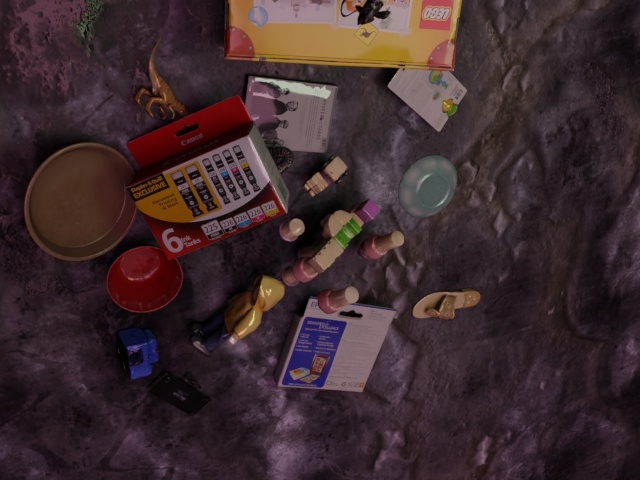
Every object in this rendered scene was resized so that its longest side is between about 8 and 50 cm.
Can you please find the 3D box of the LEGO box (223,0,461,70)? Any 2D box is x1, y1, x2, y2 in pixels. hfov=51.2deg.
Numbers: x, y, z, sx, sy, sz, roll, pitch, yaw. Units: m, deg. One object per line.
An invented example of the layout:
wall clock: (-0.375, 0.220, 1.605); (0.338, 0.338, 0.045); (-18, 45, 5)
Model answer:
LEGO box: (0.049, -0.575, 1.421); (0.500, 0.193, 0.372); (2, 115, -6)

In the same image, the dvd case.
dvd case: (-0.081, -0.312, 1.668); (0.238, 0.029, 0.179); (1, 114, -25)

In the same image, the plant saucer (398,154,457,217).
plant saucer: (0.319, -0.147, 1.922); (0.195, 0.037, 0.195); (-10, 117, -20)

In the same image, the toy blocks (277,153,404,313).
toy blocks: (0.000, 0.000, 1.773); (0.309, 0.260, 0.288); (49, 59, -10)

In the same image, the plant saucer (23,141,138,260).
plant saucer: (-0.540, -0.089, 1.516); (0.278, 0.041, 0.278); (-23, 123, -41)

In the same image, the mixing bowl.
mixing bowl: (-0.443, 0.077, 1.661); (0.181, 0.098, 0.181); (-10, 118, -20)

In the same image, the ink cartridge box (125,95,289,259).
ink cartridge box: (-0.268, -0.143, 1.534); (0.309, 0.130, 0.272); (-22, 113, 10)

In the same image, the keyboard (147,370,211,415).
keyboard: (-0.391, 0.427, 1.905); (0.108, 0.023, 0.180); (-42, 125, 8)

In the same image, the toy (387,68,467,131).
toy: (0.275, -0.405, 1.764); (0.237, 0.056, 0.137); (30, 96, -37)

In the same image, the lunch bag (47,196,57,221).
lunch bag: (-0.630, -0.088, 1.513); (0.053, 0.071, 0.083); (-13, 122, -14)

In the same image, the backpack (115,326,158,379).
backpack: (-0.478, 0.303, 1.758); (0.101, 0.098, 0.120); (-8, 117, -24)

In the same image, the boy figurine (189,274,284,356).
boy figurine: (-0.216, 0.198, 1.763); (0.285, 0.177, 0.092); (-37, 120, 20)

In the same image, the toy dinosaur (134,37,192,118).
toy dinosaur: (-0.367, -0.344, 1.518); (0.112, 0.064, 0.211); (-42, 135, -16)

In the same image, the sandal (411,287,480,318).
sandal: (0.413, 0.210, 2.115); (0.240, 0.079, 0.088); (-11, 118, -18)

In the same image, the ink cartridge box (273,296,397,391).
ink cartridge box: (0.043, 0.308, 2.012); (0.303, 0.072, 0.307); (11, 107, -27)

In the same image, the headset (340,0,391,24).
headset: (0.063, -0.595, 1.203); (0.243, 0.185, 0.394); (-7, 104, -2)

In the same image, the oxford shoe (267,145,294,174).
oxford shoe: (-0.170, -0.169, 1.666); (0.227, 0.096, 0.083); (-25, 93, 5)
